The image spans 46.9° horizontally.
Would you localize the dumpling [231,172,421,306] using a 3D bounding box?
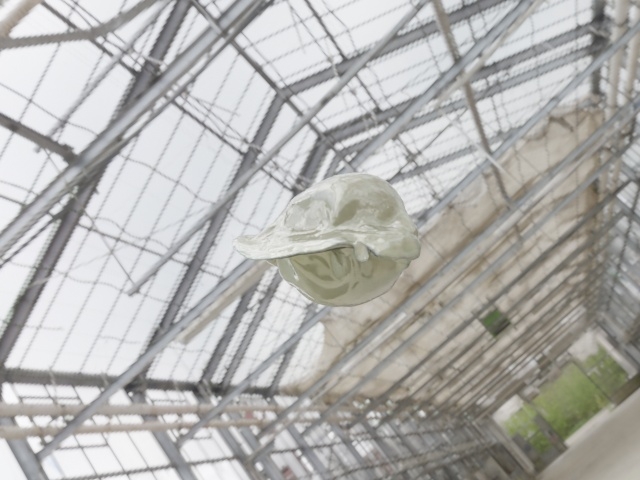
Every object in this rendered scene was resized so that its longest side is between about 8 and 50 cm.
[{"bbox_3d":[-0.001,0.003,0.629,0.155,0.111,0.181,1,-27,-21],"label":"dumpling"}]
